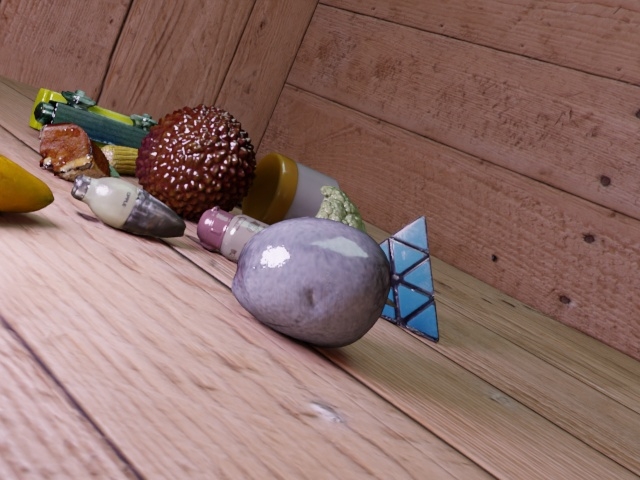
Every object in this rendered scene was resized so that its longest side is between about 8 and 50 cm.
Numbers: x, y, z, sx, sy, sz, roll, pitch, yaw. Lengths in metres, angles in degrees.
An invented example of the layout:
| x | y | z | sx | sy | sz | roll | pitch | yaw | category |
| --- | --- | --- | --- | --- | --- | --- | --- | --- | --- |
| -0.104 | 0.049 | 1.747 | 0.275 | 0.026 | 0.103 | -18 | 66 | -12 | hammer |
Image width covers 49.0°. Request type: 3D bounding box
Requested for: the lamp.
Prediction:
| x | y | z | sx | sy | sz | roll | pitch | yaw | category |
| --- | --- | --- | --- | --- | --- | --- | --- | --- | --- |
| -0.384 | -0.065 | 1.426 | 0.250 | 0.101 | 0.101 | 24 | 6 | -28 | lamp |

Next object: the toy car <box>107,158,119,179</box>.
| x | y | z | sx | sy | sz | roll | pitch | yaw | category |
| --- | --- | --- | --- | --- | --- | --- | --- | --- | --- |
| -0.586 | -0.192 | 1.846 | 0.093 | 0.058 | 0.186 | 16 | 11 | -34 | toy car |

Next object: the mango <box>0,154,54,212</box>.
| x | y | z | sx | sy | sz | roll | pitch | yaw | category |
| --- | --- | --- | --- | --- | --- | --- | --- | --- | --- |
| -0.568 | -0.110 | 1.115 | 0.176 | 0.119 | 0.316 | 19 | -1 | 34 | mango |

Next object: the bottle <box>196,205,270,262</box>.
| x | y | z | sx | sy | sz | roll | pitch | yaw | category |
| --- | --- | --- | --- | --- | --- | --- | --- | --- | --- |
| -0.164 | 0.003 | 1.579 | 0.233 | 0.110 | 0.110 | 23 | 8 | -1 | bottle |

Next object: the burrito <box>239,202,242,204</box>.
| x | y | z | sx | sy | sz | roll | pitch | yaw | category |
| --- | --- | --- | --- | --- | --- | --- | --- | --- | --- |
| -0.338 | -0.191 | 2.415 | 0.445 | 0.101 | 0.139 | 18 | 13 | -33 | burrito |

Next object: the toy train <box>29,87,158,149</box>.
| x | y | z | sx | sy | sz | roll | pitch | yaw | category |
| --- | --- | --- | --- | --- | --- | --- | --- | --- | --- |
| -0.714 | -0.364 | 2.257 | 0.441 | 0.179 | 0.272 | 15 | 5 | -42 | toy train |

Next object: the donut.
| x | y | z | sx | sy | sz | roll | pitch | yaw | category |
| --- | --- | --- | --- | --- | --- | --- | --- | --- | --- |
| -0.581 | -0.204 | 1.688 | 0.186 | 0.144 | 0.126 | 0 | -23 | 19 | donut |

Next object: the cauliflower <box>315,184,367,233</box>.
| x | y | z | sx | sy | sz | roll | pitch | yaw | category |
| --- | --- | --- | --- | --- | --- | --- | --- | --- | --- |
| 0.000 | 0.000 | 1.883 | 0.250 | 0.275 | 0.272 | -12 | 45 | 0 | cauliflower |

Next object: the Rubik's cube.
| x | y | z | sx | sy | sz | roll | pitch | yaw | category |
| --- | --- | --- | --- | --- | --- | --- | --- | --- | --- |
| 0.178 | 0.113 | 1.742 | 0.228 | 0.229 | 0.233 | -15 | 27 | 35 | Rubik's cube |

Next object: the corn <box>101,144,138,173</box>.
| x | y | z | sx | sy | sz | roll | pitch | yaw | category |
| --- | --- | --- | --- | --- | --- | --- | --- | --- | --- |
| -0.579 | -0.236 | 2.080 | 0.081 | 0.081 | 0.248 | 25 | 7 | 10 | corn |

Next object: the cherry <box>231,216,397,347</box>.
| x | y | z | sx | sy | sz | roll | pitch | yaw | category |
| --- | --- | --- | --- | --- | --- | --- | --- | --- | --- |
| -0.003 | 0.070 | 1.212 | 0.296 | 0.218 | 0.255 | 8 | 15 | -13 | cherry |

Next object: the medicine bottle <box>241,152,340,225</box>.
| x | y | z | sx | sy | sz | roll | pitch | yaw | category |
| --- | --- | --- | --- | --- | --- | --- | --- | --- | --- |
| -0.092 | -0.124 | 2.189 | 0.231 | 0.238 | 0.238 | 21 | 8 | -30 | medicine bottle |

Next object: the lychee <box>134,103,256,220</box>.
| x | y | z | sx | sy | sz | roll | pitch | yaw | category |
| --- | --- | --- | --- | --- | --- | --- | --- | --- | --- |
| -0.325 | -0.200 | 1.828 | 0.306 | 0.330 | 0.306 | 31 | 33 | -23 | lychee |
